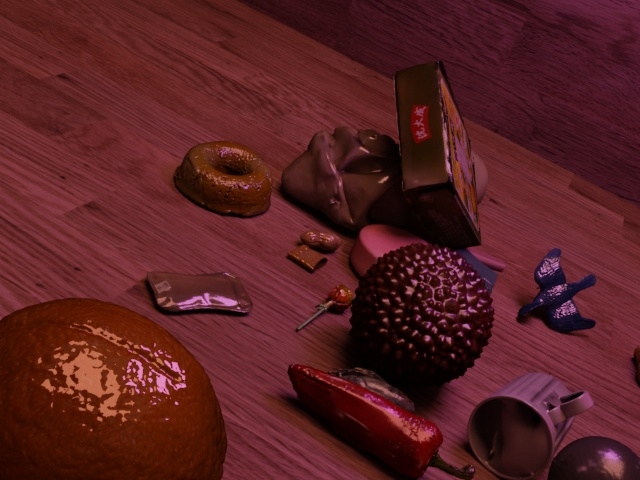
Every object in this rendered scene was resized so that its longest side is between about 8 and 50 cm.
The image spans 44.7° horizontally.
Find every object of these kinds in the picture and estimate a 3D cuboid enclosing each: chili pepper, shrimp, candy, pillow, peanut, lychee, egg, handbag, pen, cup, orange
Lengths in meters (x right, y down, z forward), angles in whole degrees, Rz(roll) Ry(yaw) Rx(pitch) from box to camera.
[{"bbox_3d":[0.105,0.333,1.412,0.387,0.110,0.110,29,28,12],"label":"chili pepper"},{"bbox_3d":[0.074,0.287,1.508,0.232,0.079,0.090,21,64,3],"label":"shrimp"},{"bbox_3d":[0.006,0.155,1.724,0.060,0.060,0.201,35,37,20],"label":"candy"},{"bbox_3d":[-0.248,0.105,1.613,0.217,0.033,0.130,4,36,-35],"label":"pillow"},{"bbox_3d":[0.000,0.000,1.980,0.113,0.054,0.054,9,31,-23],"label":"peanut"},{"bbox_3d":[0.210,0.156,1.610,0.306,0.306,0.330,20,23,-8],"label":"lychee"},{"bbox_3d":[0.423,-0.190,2.470,0.219,0.219,0.269,24,29,0],"label":"egg"},{"bbox_3d":[0.403,0.106,2.116,0.144,0.057,0.221,36,27,7],"label":"handbag"},{"bbox_3d":[0.450,0.044,2.280,0.197,0.032,0.053,21,28,-12],"label":"pen"},{"bbox_3d":[0.204,0.056,1.994,0.255,0.094,0.255,19,27,-10],"label":"candy"},{"bbox_3d":[0.430,0.360,1.533,0.221,0.167,0.202,2,10,33],"label":"cup"},{"bbox_3d":[-0.299,0.244,1.031,0.357,0.322,0.322,24,26,-13],"label":"orange"}]

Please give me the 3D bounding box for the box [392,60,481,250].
[{"bbox_3d":[0.328,-0.216,2.134,0.420,0.138,0.373,46,40,-58],"label":"box"}]

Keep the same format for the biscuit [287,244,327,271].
[{"bbox_3d":[-0.031,0.043,1.912,0.081,0.018,0.083,32,28,15],"label":"biscuit"}]

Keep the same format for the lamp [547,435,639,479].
[{"bbox_3d":[0.552,0.504,1.457,0.314,0.182,0.182,52,20,-20],"label":"lamp"}]

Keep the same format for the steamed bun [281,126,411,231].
[{"bbox_3d":[0.113,-0.192,2.193,0.367,0.255,0.342,35,28,17],"label":"steamed bun"}]

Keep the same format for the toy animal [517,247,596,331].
[{"bbox_3d":[0.646,0.155,2.120,0.176,0.255,0.239,-75,140,-86],"label":"toy animal"}]

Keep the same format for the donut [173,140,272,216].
[{"bbox_3d":[-0.242,-0.170,2.033,0.272,0.107,0.272,17,29,-10],"label":"donut"}]

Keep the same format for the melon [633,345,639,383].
[{"bbox_3d":[0.894,0.338,2.058,0.128,0.079,0.160,23,27,2],"label":"melon"}]
